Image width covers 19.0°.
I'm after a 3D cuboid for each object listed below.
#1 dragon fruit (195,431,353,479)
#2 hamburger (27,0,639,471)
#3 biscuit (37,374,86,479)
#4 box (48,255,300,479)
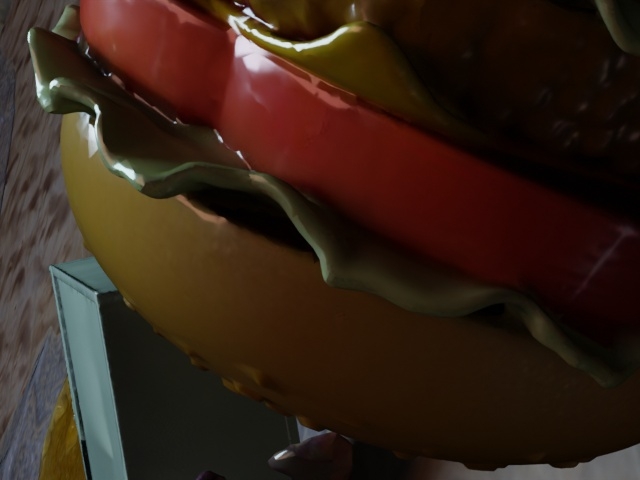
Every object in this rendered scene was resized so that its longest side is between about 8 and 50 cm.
[{"bbox_3d":[-0.065,0.230,0.670,0.263,0.296,0.314,-169,87,-68],"label":"dragon fruit"},{"bbox_3d":[0.040,-0.042,0.610,0.212,0.274,0.274,-65,20,14],"label":"hamburger"},{"bbox_3d":[-0.123,0.161,1.238,0.344,0.057,0.287,-97,29,-50],"label":"biscuit"},{"bbox_3d":[-0.062,0.118,0.921,0.129,0.086,0.225,-163,62,-72],"label":"box"}]
